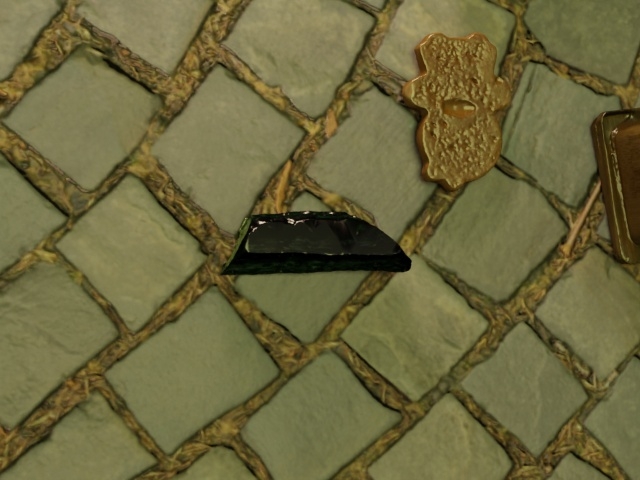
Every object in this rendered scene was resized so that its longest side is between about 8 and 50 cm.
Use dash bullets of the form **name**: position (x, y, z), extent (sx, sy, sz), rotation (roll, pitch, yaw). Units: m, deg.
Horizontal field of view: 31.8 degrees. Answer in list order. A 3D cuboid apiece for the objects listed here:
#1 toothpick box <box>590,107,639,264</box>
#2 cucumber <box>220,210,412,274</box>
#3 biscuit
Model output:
- **toothpick box**: position (0.475, -0.081, 1.257), extent (0.188, 0.308, 0.190), rotation (-8, 89, -19)
- **cucumber**: position (0.000, 0.000, 1.233), extent (0.220, 0.046, 0.070), rotation (0, 77, -18)
- **biscuit**: position (0.162, -0.154, 1.307), extent (0.133, 0.027, 0.184), rotation (-15, 91, -20)
